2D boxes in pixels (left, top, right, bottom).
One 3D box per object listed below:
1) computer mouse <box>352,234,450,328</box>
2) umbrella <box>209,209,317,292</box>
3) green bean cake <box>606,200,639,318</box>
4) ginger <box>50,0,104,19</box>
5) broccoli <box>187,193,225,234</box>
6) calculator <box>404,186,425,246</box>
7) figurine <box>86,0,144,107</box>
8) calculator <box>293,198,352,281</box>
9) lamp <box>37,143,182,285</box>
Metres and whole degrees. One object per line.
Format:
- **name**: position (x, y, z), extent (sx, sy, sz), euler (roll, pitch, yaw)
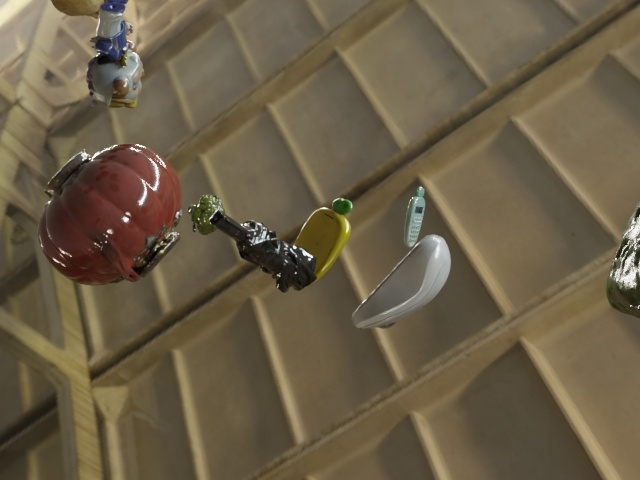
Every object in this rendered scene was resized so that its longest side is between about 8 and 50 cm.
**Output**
- **computer mouse**: position (0.208, 0.117, 1.814), extent (0.296, 0.121, 0.184), euler (-49, 176, 6)
- **umbrella**: position (-0.124, 0.019, 1.613), extent (0.118, 0.340, 0.118), euler (-13, -117, 26)
- **green bean cake**: position (0.529, 0.008, 1.083), extent (0.250, 0.157, 0.246), euler (24, 91, -85)
- **ginger**: position (-0.577, -0.609, 1.717), extent (0.138, 0.267, 0.152), euler (-4, -139, 17)
- **broccoli**: position (-0.358, -0.083, 2.367), extent (0.120, 0.130, 0.131), euler (18, -77, 25)
- **calculator**: position (0.234, -0.058, 1.875), extent (0.021, 0.095, 0.152), euler (11, -85, 23)
- **figurine**: position (-0.470, -0.412, 1.714), extent (0.274, 0.133, 0.193), euler (110, -21, -65)
- **calculator**: position (0.000, 0.000, 1.824), extent (0.146, 0.032, 0.234), euler (31, -88, 47)
- **lamp**: position (-0.409, -0.049, 1.489), extent (0.303, 0.257, 0.303), euler (-46, -173, 7)
